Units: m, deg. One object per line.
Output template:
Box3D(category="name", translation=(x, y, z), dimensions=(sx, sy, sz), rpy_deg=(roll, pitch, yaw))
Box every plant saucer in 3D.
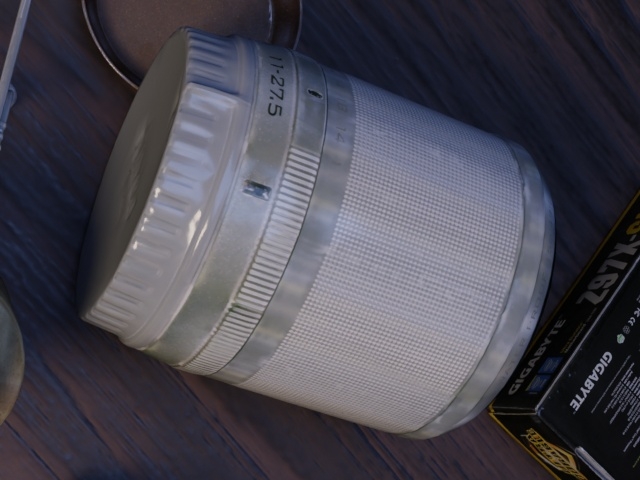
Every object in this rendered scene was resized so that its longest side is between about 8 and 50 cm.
Box3D(category="plant saucer", translation=(-0.096, -0.176, 0.882), dimensions=(0.168, 0.029, 0.169), rpy_deg=(3, 83, -21))

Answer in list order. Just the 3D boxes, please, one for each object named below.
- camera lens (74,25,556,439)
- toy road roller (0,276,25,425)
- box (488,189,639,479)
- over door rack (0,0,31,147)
Box3D(category="camera lens", translation=(0.000, 0.000, 0.797), dimensions=(0.274, 0.219, 0.219), rpy_deg=(19, 77, -19))
Box3D(category="toy road roller", translation=(-0.352, 0.084, 0.662), dimensions=(0.329, 0.202, 0.241), rpy_deg=(19, 91, -19))
Box3D(category="box", translation=(0.327, 0.101, 0.998), dimensions=(0.257, 0.079, 0.322), rpy_deg=(44, 70, -14))
Box3D(category="over door rack", translation=(-0.295, -0.185, 0.770), dimensions=(0.239, 0.108, 0.324), rpy_deg=(18, 63, -20))
